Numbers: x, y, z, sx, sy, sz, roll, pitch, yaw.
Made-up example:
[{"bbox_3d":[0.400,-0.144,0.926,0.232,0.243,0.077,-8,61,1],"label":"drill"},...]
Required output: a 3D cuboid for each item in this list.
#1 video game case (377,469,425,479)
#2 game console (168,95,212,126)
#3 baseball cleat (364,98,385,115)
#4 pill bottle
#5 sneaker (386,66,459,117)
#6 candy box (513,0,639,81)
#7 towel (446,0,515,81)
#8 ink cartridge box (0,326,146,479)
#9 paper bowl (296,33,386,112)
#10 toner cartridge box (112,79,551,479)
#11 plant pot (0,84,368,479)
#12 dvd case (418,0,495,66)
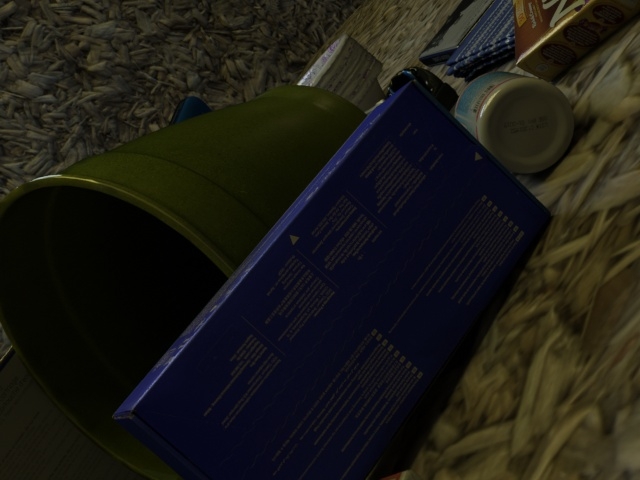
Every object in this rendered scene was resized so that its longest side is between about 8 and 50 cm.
[{"bbox_3d":[-0.042,0.283,0.717,0.285,0.025,0.204,-37,19,52],"label":"video game case"},{"bbox_3d":[-0.169,0.009,1.279,0.173,0.293,0.250,-16,41,32],"label":"game console"},{"bbox_3d":[0.080,-0.151,1.494,0.206,0.109,0.072,-25,-11,-25],"label":"baseball cleat"},{"bbox_3d":[0.177,-0.117,0.938,0.087,0.087,0.160,-50,11,8],"label":"pill bottle"},{"bbox_3d":[0.126,-0.156,1.179,0.079,0.121,0.217,-52,11,-5],"label":"sneaker"},{"bbox_3d":[0.276,-0.259,1.003,0.186,0.053,0.109,-41,37,49],"label":"candy box"},{"bbox_3d":[0.302,-0.324,1.258,0.243,0.040,0.336,-53,13,-12],"label":"towel"},{"bbox_3d":[-0.318,0.301,1.062,0.072,0.307,0.304,0,48,46],"label":"ink cartridge box"},{"bbox_3d":[0.009,-0.225,1.798,0.284,0.148,0.284,-50,11,14],"label":"paper bowl"},{"bbox_3d":[0.019,0.053,0.759,0.348,0.165,0.075,-50,10,-23],"label":"toner cartridge box"},{"bbox_3d":[-0.083,0.013,1.023,0.366,0.366,0.353,-40,4,46],"label":"plant pot"},{"bbox_3d":[0.248,-0.364,1.586,0.179,0.029,0.238,-52,12,0],"label":"dvd case"}]
